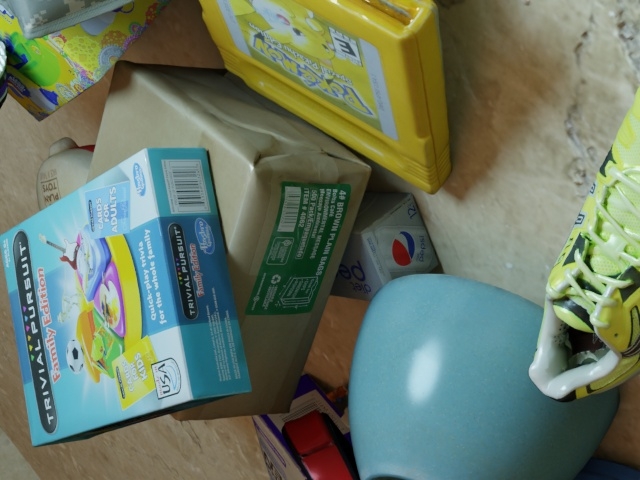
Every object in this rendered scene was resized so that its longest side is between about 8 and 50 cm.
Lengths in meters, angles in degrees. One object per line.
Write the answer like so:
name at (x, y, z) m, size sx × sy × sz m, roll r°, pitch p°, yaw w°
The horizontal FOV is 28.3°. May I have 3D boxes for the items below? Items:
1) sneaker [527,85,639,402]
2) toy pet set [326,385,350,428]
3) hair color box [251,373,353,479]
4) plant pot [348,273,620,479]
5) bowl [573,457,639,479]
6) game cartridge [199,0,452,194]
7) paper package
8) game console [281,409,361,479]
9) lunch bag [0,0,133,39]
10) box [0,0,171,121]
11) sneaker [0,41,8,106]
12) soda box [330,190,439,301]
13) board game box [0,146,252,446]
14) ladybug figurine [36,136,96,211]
sneaker at (0.280, 0.012, 1.095) m, size 0.145 × 0.147 × 0.385 m, roll 36°, pitch 144°, yaw 28°
toy pet set at (0.068, 0.226, 1.705) m, size 0.122 × 0.065 × 0.114 m, roll 44°, pitch -177°, yaw 19°
hair color box at (0.009, 0.382, 1.832) m, size 0.185 × 0.110 × 0.339 m, roll 44°, pitch 155°, yaw 50°
plant pot at (0.146, 0.202, 1.339) m, size 0.290 × 0.195 × 0.290 m, roll 21°, pitch 150°, yaw 13°
bowl at (0.369, 0.415, 1.459) m, size 0.391 × 0.077 × 0.391 m, roll 34°, pitch 145°, yaw 28°
game cartridge at (-0.005, -0.188, 1.233) m, size 0.285 × 0.053 × 0.324 m, roll 32°, pitch 164°, yaw 20°
paper package at (-0.130, -0.004, 1.440) m, size 0.309 × 0.168 × 0.325 m, roll 39°, pitch 120°, yaw 41°
game console at (0.082, 0.386, 1.478) m, size 0.342 × 0.060 × 0.386 m, roll 61°, pitch 180°, yaw 28°
lunch bag at (-0.206, -0.367, 1.235) m, size 0.169 × 0.287 × 0.235 m, roll 45°, pitch 153°, yaw 50°
box at (-0.345, -0.318, 1.467) m, size 0.290 × 0.177 × 0.279 m, roll 44°, pitch 159°, yaw -16°
sneaker at (-0.489, -0.232, 1.486) m, size 0.293 × 0.102 × 0.146 m, roll 34°, pitch 161°, yaw 9°
soda box at (0.000, 0.000, 1.508) m, size 0.286 × 0.091 × 0.098 m, roll 6°, pitch 126°, yaw 50°
board game box at (-0.223, 0.072, 1.365) m, size 0.336 × 0.079 × 0.254 m, roll -23°, pitch 75°, yaw 48°
ladybug figurine at (-0.233, 0.041, 1.792) m, size 0.305 × 0.162 × 0.449 m, roll -6°, pitch 117°, yaw 54°
